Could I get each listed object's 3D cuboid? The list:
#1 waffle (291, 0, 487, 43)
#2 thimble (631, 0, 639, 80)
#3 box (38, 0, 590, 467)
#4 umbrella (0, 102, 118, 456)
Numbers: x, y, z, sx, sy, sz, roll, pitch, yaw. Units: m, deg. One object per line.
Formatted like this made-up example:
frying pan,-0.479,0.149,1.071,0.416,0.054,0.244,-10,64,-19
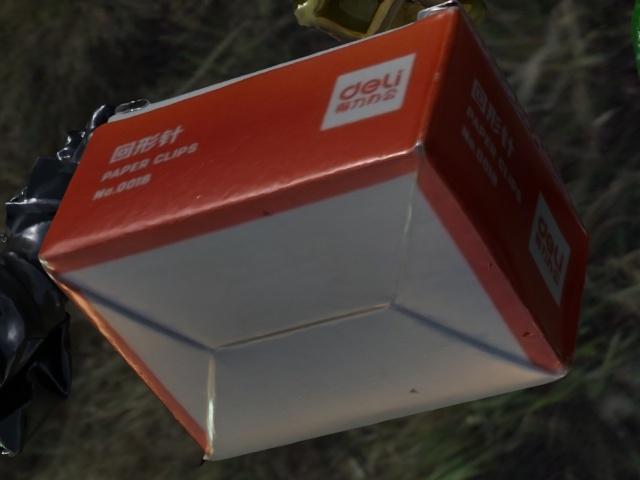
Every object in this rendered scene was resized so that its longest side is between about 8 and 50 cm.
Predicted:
waffle,-0.010,-0.224,1.005,0.309,0.065,0.283,-18,91,21
thimble,0.216,-0.095,0.852,0.118,0.090,0.130,19,127,32
box,0.000,0.000,0.709,0.182,0.099,0.133,-17,126,30
umbrella,-0.189,0.034,1.126,0.110,0.272,0.122,17,143,27
